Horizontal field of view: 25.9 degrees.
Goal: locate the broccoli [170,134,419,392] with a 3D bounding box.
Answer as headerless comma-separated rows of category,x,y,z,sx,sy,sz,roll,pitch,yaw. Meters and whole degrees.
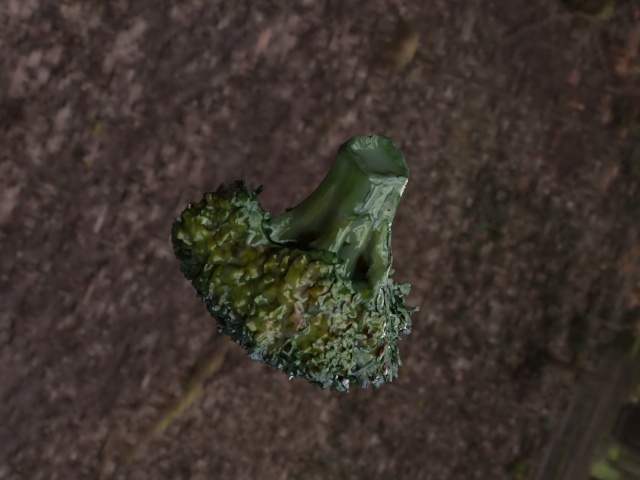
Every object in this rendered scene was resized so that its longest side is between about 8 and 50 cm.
broccoli,0.000,0.000,1.045,0.194,0.219,0.194,-165,-90,-69
